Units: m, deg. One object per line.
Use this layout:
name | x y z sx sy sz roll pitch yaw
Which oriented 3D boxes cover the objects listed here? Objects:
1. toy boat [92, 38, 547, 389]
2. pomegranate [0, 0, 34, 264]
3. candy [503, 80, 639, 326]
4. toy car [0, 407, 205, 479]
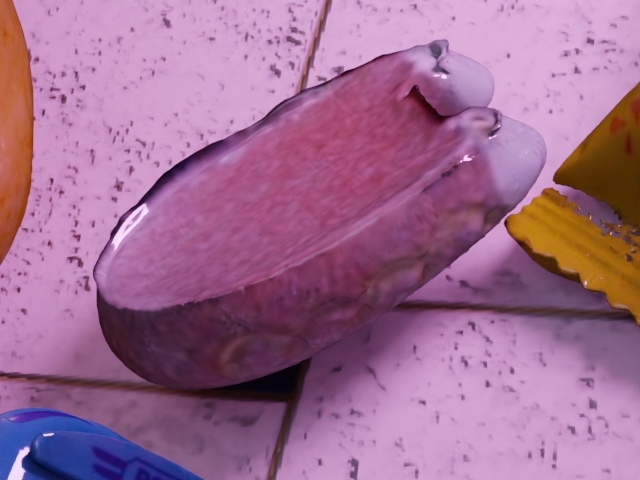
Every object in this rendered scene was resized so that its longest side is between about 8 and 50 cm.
toy boat | 0.000 0.000 0.897 0.227 0.085 0.155 -30 33 2
pomegranate | -0.319 -0.093 0.960 0.410 0.410 0.410 -15 54 21
candy | 0.215 -0.087 0.816 0.187 0.081 0.297 33 91 45
toy car | -0.118 0.223 0.720 0.166 0.198 0.314 -12 52 45
